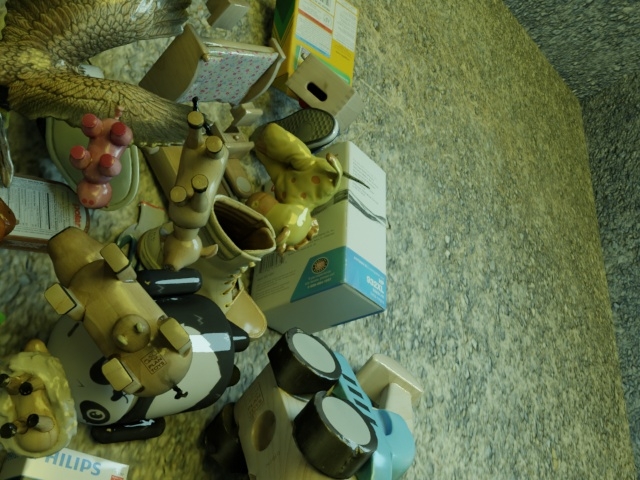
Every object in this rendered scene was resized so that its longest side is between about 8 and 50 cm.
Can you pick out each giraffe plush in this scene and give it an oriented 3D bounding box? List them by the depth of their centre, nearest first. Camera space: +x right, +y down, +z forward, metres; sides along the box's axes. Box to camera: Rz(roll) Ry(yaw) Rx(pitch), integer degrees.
[{"bbox_3d":[-0.050,-0.064,1.060,0.170,0.210,0.181,-57,151,-6],"label":"giraffe plush"}]

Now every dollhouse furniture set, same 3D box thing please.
[{"bbox_3d":[-0.123,-0.201,1.053,0.303,0.355,0.174,-15,72,-53],"label":"dollhouse furniture set"}]

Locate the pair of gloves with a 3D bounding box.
[{"bbox_3d":[-0.248,0.022,1.071,0.198,0.023,0.159,28,50,-38],"label":"pair of gloves"}]

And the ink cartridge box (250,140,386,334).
[{"bbox_3d":[0.000,0.000,1.204,0.129,0.223,0.307,34,46,-38],"label":"ink cartridge box"}]

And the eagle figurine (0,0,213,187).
[{"bbox_3d":[-0.312,-0.221,0.825,0.225,0.298,0.226,-80,156,-48],"label":"eagle figurine"}]

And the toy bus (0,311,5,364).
[{"bbox_3d":[-0.427,0.092,0.704,0.191,0.104,0.202,-51,130,-51],"label":"toy bus"}]

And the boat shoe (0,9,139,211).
[{"bbox_3d":[-0.370,-0.192,0.985,0.127,0.113,0.340,-34,87,-8],"label":"boat shoe"}]

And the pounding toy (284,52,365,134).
[{"bbox_3d":[-0.002,-0.311,1.370,0.181,0.094,0.206,42,7,10],"label":"pounding toy"}]

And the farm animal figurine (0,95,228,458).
[{"bbox_3d":[-0.228,0.034,0.731,0.330,0.172,0.327,-20,81,-13],"label":"farm animal figurine"}]

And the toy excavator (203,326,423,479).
[{"bbox_3d":[0.051,0.312,1.064,0.445,0.222,0.433,30,17,-31],"label":"toy excavator"}]

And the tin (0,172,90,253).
[{"bbox_3d":[-0.415,-0.040,0.903,0.189,0.040,0.106,10,67,-47],"label":"tin"}]

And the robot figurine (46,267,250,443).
[{"bbox_3d":[-0.230,0.159,0.889,0.278,0.173,0.209,5,66,-48],"label":"robot figurine"}]

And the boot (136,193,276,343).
[{"bbox_3d":[-0.133,0.053,1.006,0.262,0.203,0.095,49,41,-21],"label":"boot"}]

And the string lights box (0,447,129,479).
[{"bbox_3d":[-0.323,0.377,0.736,0.133,0.076,0.260,31,48,-33],"label":"string lights box"}]

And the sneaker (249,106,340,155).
[{"bbox_3d":[-0.012,-0.189,1.309,0.163,0.226,0.086,28,70,-41],"label":"sneaker"}]

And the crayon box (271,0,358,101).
[{"bbox_3d":[-0.017,-0.437,1.511,0.203,0.083,0.323,20,69,-42],"label":"crayon box"}]
